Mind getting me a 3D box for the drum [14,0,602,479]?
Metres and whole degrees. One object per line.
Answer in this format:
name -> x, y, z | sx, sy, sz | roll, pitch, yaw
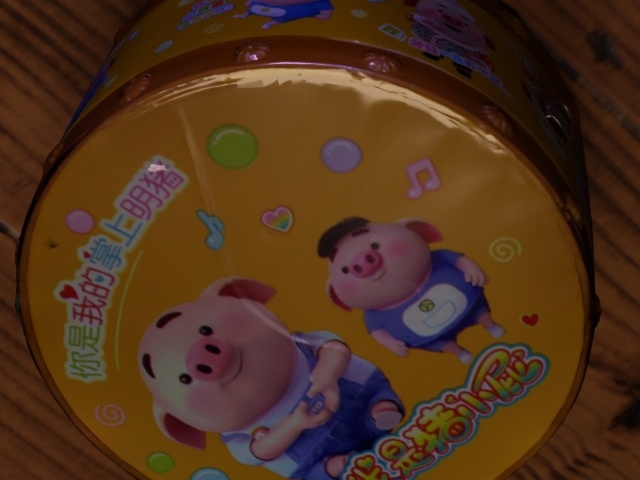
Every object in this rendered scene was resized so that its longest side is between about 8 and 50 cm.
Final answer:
drum -> 0.000, 0.000, 1.150 | 0.431, 0.214, 0.431 | 3, 123, 5
